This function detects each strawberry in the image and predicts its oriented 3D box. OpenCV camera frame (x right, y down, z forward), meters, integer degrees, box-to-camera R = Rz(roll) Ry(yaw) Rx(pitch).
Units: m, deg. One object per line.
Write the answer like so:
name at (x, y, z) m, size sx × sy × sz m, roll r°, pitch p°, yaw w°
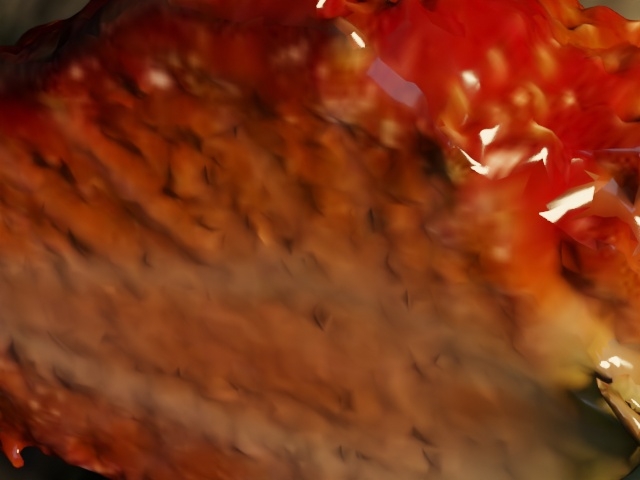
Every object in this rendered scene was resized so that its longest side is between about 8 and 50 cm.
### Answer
strawberry at (0.002, -0.005, 0.420) m, size 0.236 × 0.107 × 0.175 m, roll 32°, pitch 131°, yaw 9°
